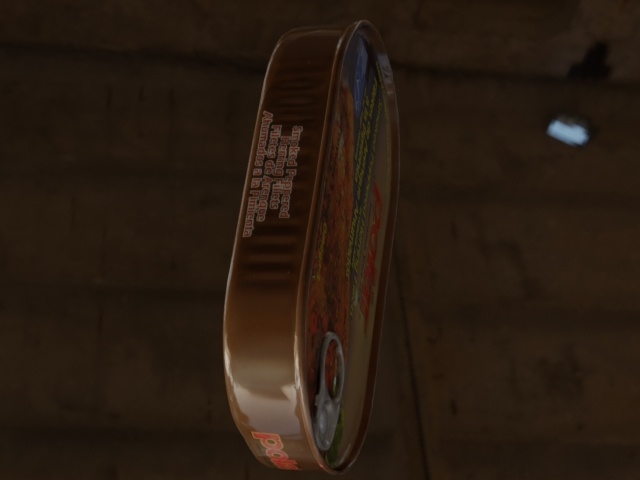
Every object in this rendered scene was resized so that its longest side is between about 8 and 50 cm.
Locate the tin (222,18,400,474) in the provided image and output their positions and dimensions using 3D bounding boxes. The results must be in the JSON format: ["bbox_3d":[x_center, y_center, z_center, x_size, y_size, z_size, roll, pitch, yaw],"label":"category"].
[{"bbox_3d":[0.000,0.000,0.572,0.040,0.106,0.189,-3,-120,20],"label":"tin"}]
